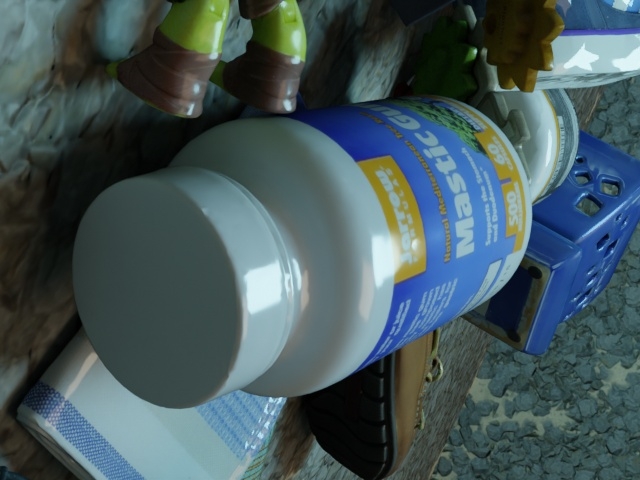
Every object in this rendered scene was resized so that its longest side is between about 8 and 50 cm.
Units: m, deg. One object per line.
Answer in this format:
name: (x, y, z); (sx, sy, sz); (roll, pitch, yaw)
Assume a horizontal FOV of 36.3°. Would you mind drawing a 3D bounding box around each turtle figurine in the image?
turtle figurine: (-0.016, -0.170, 0.462); (0.269, 0.087, 0.217); (-31, 142, -61)

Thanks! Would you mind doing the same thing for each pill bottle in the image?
pill bottle: (0.178, -0.105, 0.998); (0.278, 0.162, 0.162); (-20, 133, -68)
pill bottle: (0.000, 0.000, 0.557); (0.272, 0.152, 0.152); (-18, 132, -53)

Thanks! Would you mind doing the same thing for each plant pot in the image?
plant pot: (0.254, -0.008, 1.254); (0.212, 0.236, 0.236); (-44, 153, -34)

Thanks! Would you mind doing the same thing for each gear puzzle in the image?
gear puzzle: (0.084, -0.066, 0.715); (0.339, 0.044, 0.175); (122, -39, -55)

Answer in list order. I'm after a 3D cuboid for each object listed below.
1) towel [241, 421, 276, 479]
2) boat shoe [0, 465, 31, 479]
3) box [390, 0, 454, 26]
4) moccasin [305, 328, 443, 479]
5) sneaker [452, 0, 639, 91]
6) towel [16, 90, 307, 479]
towel: (-0.121, 0.263, 0.839); (0.271, 0.040, 0.370); (-30, 142, -60)
boat shoe: (-0.214, 0.251, 0.472); (0.302, 0.091, 0.114); (-62, -165, -15)
box: (0.113, -0.226, 0.597); (0.156, 0.093, 0.158); (-23, -163, 35)
moccasin: (0.064, 0.121, 1.049); (0.147, 0.139, 0.380); (-40, 142, -36)
sneaker: (0.225, -0.253, 0.823); (0.322, 0.130, 0.236); (-12, 94, -41)
towel: (-0.065, 0.052, 0.650); (0.285, 0.034, 0.209); (-58, 144, -25)
